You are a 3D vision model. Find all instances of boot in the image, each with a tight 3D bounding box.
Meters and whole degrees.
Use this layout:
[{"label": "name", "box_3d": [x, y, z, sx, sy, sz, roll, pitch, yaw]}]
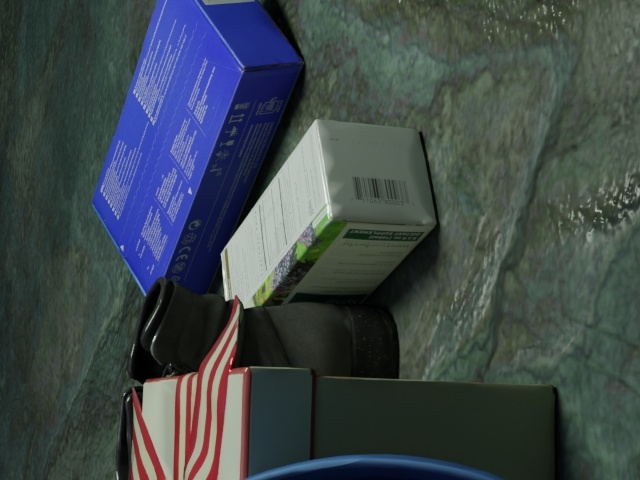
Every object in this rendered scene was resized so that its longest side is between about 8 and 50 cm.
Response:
[{"label": "boot", "box_3d": [-0.059, 0.204, 1.205, 0.118, 0.223, 0.338, 151, 120, -63]}]

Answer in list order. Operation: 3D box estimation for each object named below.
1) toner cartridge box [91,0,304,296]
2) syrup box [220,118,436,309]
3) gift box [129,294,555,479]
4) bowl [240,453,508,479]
[{"label": "toner cartridge box", "box_3d": [-0.138, -0.106, 1.586, 0.165, 0.075, 0.348, 57, 140, 30]}, {"label": "syrup box", "box_3d": [0.000, 0.000, 1.269, 0.237, 0.093, 0.096, 128, 139, -53]}, {"label": "gift box", "box_3d": [-0.008, 0.186, 1.045, 0.255, 0.258, 0.276, 153, 117, -63]}, {"label": "bowl", "box_3d": [0.035, 0.310, 0.817, 0.077, 0.391, 0.391, 17, -105, -79]}]
